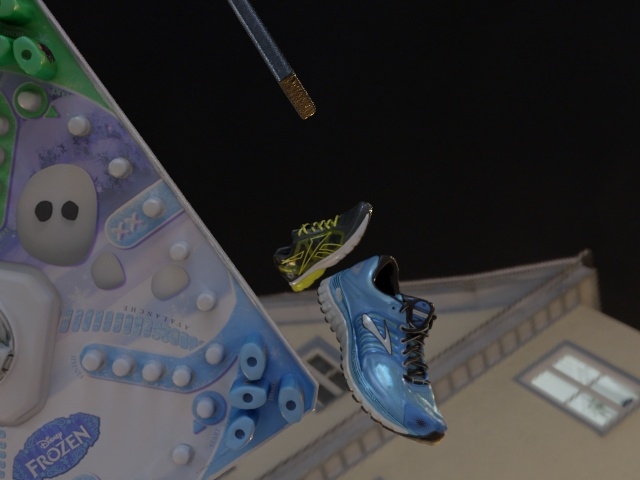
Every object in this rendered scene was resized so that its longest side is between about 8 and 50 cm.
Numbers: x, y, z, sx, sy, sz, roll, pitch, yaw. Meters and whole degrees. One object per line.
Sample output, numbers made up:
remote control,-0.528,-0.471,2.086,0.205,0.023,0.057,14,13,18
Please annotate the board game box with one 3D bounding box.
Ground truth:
board game box,-0.265,0.076,0.700,0.390,0.050,0.390,-35,-86,4

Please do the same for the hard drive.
hard drive,-0.054,-0.211,1.072,0.022,0.135,0.094,-32,-24,4

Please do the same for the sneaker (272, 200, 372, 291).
sneaker,0.000,0.000,0.636,0.035,0.031,0.083,42,-68,-9

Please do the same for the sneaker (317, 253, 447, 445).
sneaker,0.053,0.073,0.686,0.073,0.162,0.063,-40,-38,20
